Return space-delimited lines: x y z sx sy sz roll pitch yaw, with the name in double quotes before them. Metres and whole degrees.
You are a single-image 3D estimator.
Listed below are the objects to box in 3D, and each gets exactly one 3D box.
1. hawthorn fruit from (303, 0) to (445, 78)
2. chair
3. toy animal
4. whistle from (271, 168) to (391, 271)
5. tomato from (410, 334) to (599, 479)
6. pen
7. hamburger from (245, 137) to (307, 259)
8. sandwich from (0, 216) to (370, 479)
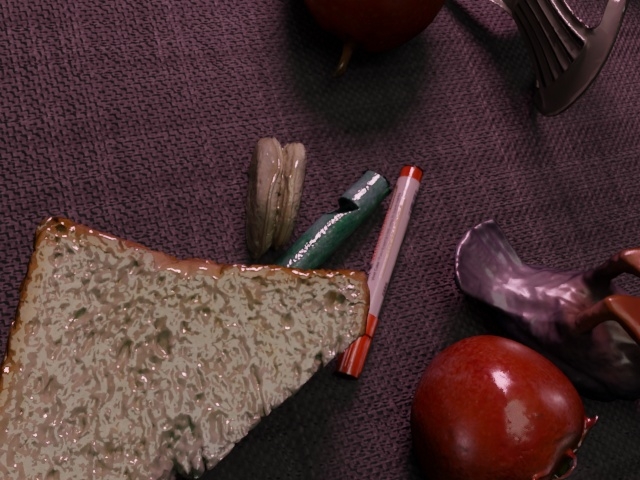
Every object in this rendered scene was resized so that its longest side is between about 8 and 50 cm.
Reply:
"hawthorn fruit" 0.048 -0.280 0.705 0.197 0.196 0.225 12 94 -12
"chair" 0.250 -0.301 0.754 0.191 0.203 0.274 -37 80 -18
"toy animal" 0.268 0.080 0.648 0.299 0.185 0.122 19 66 18
"whistle" 0.000 0.000 0.667 0.039 0.039 0.186 44 67 1
"tomato" 0.154 0.163 0.602 0.167 0.167 0.167 5 71 -15
"pen" 0.062 0.027 0.681 0.028 0.028 0.239 24 67 -8
"hamburger" -0.042 -0.045 0.644 0.054 0.084 0.121 13 71 -13
"sandwich" -0.110 0.124 0.540 0.289 0.099 0.254 8 71 -11
